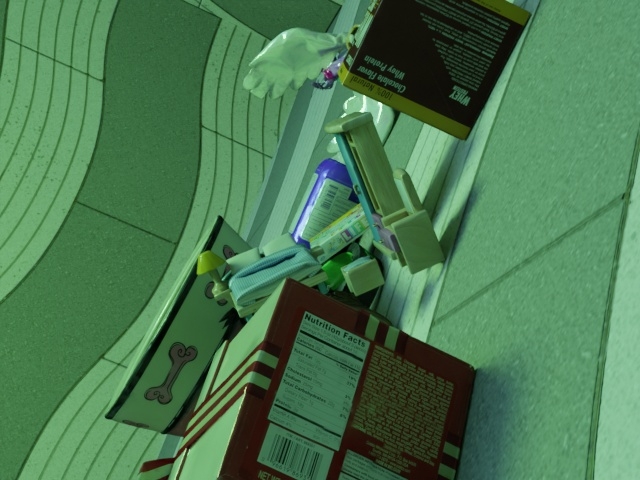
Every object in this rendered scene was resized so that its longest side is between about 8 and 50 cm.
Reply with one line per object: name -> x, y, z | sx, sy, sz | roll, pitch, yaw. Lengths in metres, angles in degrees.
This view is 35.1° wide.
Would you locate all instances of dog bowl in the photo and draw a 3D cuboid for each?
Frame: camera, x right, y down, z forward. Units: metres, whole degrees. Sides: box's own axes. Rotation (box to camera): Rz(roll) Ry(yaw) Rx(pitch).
dog bowl -> -0.221, 0.167, 1.803 | 0.408, 0.150, 0.408 | -58, 8, 12

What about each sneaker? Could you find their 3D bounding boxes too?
sneaker -> 0.033, 0.096, 1.380 | 0.188, 0.066, 0.071 | 8, 43, 41

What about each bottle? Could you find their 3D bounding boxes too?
bottle -> 0.000, 0.000, 1.804 | 0.283, 0.118, 0.092 | -67, 19, 3

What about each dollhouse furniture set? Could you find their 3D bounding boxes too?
dollhouse furniture set -> -0.036, -0.022, 1.359 | 0.303, 0.198, 0.286 | -24, 9, -4

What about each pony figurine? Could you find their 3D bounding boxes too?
pony figurine -> 0.069, -0.353, 1.959 | 0.351, 0.303, 0.363 | -49, 2, 34

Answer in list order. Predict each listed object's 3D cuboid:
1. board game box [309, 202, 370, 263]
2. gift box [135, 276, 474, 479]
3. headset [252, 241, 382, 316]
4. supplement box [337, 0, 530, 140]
board game box -> 0.053, -0.027, 1.621 | 0.154, 0.026, 0.103 | -36, 10, 3
gift box -> -0.030, 0.229, 1.012 | 0.258, 0.255, 0.276 | -49, 13, 54
headset -> -0.027, 0.184, 1.586 | 0.394, 0.185, 0.243 | -48, 14, 15
supplement box -> 0.151, -0.274, 1.410 | 0.129, 0.191, 0.194 | -97, 31, -72
